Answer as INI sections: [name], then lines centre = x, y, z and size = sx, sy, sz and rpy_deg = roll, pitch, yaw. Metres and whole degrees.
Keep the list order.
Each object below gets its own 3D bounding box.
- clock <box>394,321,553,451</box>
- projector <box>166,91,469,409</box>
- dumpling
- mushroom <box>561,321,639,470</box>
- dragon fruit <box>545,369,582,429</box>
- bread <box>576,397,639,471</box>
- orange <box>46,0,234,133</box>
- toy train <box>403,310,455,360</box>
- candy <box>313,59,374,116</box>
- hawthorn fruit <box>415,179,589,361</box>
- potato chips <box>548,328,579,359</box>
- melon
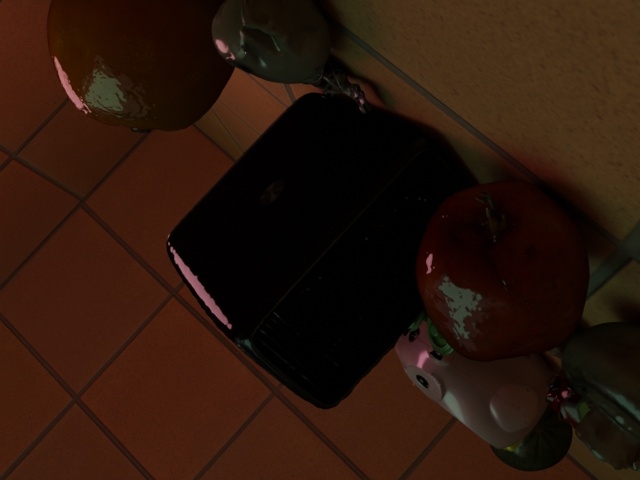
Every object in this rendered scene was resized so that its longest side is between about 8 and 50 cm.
[clock]
centre = 0.368, 0.302, 1.903
size = 0.376, 0.251, 0.368
rpy_deg = 37, 179, -23
[projector]
centre = 0.000, 0.000, 1.233
size = 0.242, 0.395, 0.405
rpy_deg = 47, 174, -32
[dumpling]
centre = -0.065, -0.285, 1.000
size = 0.247, 0.142, 0.173
rpy_deg = 34, -137, -74
[mushroom]
centre = 0.413, 0.210, 1.034
size = 0.226, 0.178, 0.226
rpy_deg = 50, -178, -3
[dragon fruit]
centre = 0.532, 0.315, 1.433
size = 0.246, 0.125, 0.125
rpy_deg = 37, 155, 9
[bread]
centre = 0.549, 0.327, 1.250
size = 0.301, 0.045, 0.301
rpy_deg = 33, 162, 12
[orange]
centre = -0.285, -0.322, 1.282
size = 0.312, 0.312, 0.312
rpy_deg = 42, 176, 4
[toy train]
centre = 0.225, 0.083, 1.321
size = 0.159, 0.188, 0.271
rpy_deg = 0, -165, -25
[candy]
centre = -0.002, -0.248, 1.152
size = 0.226, 0.051, 0.094
rpy_deg = 40, -162, 31
[hawthorn fruit]
centre = 0.208, 0.019, 0.916
size = 0.211, 0.211, 0.299
rpy_deg = 40, 166, 33
[potato chips]
centre = 0.395, 0.148, 1.357
size = 0.208, 0.062, 0.195
rpy_deg = 42, 179, 2
[melon]
centre = 0.591, 0.534, 2.233
size = 0.237, 0.237, 0.302
rpy_deg = 41, 174, 16
